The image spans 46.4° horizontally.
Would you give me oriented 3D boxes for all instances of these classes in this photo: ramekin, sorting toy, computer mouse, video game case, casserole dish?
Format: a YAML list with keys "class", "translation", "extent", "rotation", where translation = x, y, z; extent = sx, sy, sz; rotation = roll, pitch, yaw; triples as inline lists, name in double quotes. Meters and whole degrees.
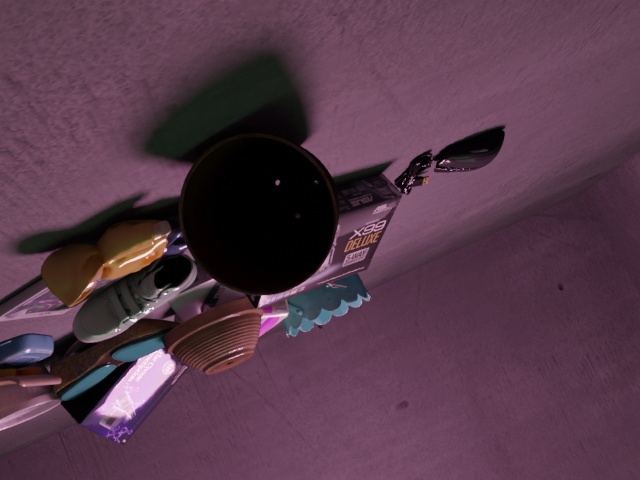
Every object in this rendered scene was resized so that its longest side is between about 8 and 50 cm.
- class: "ramekin"
  translation: [-0.736, 0.375, 1.789]
  extent: [0.207, 0.109, 0.207]
  rotation: [-24, 169, -5]
- class: "sorting toy"
  translation: [-0.682, 0.291, 1.569]
  extent: [0.209, 0.038, 0.193]
  rotation: [-4, 171, 5]
- class: "computer mouse"
  translation: [0.296, -0.163, 1.687]
  extent: [0.262, 0.060, 0.184]
  rotation: [-20, 167, -26]
- class: "video game case"
  translation: [-0.446, 0.088, 1.297]
  extent: [0.190, 0.022, 0.173]
  rotation: [-29, 169, 20]
- class: "casserole dish"
  translation: [-0.629, 0.237, 1.567]
  extent: [0.114, 0.037, 0.188]
  rotation: [-24, 170, -2]

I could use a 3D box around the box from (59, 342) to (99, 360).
- class: "box"
  translation: [-0.563, 0.312, 1.900]
  extent: [0.116, 0.029, 0.162]
  rotation: [-28, 138, 16]

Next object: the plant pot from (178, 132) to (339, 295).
- class: "plant pot"
  translation: [-0.061, -0.055, 1.084]
  extent: [0.215, 0.215, 0.230]
  rotation: [-28, -175, 16]

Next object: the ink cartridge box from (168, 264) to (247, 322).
- class: "ink cartridge box"
  translation: [-0.188, 0.116, 1.680]
  extent: [0.275, 0.060, 0.238]
  rotation: [-25, 142, -4]

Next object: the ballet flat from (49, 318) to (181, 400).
- class: "ballet flat"
  translation: [-0.485, 0.246, 1.736]
  extent: [0.349, 0.123, 0.123]
  rotation: [-31, 169, 9]

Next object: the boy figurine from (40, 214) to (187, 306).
- class: "boy figurine"
  translation: [-0.279, 0.015, 1.146]
  extent: [0.285, 0.092, 0.177]
  rotation: [-22, 172, -34]

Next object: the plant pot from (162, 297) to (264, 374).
- class: "plant pot"
  translation: [-0.227, 0.230, 1.688]
  extent: [0.238, 0.109, 0.237]
  rotation: [-23, 165, -7]

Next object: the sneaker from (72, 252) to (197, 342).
- class: "sneaker"
  translation: [-0.343, 0.095, 1.363]
  extent: [0.256, 0.094, 0.151]
  rotation: [-33, 178, -15]

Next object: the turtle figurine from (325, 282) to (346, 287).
- class: "turtle figurine"
  translation: [-0.023, 0.063, 1.903]
  extent: [0.234, 0.118, 0.175]
  rotation: [-12, 157, 21]

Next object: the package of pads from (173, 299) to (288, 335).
- class: "package of pads"
  translation: [-0.243, 0.196, 1.937]
  extent: [0.229, 0.101, 0.296]
  rotation: [1, 158, -25]

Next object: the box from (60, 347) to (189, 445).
- class: "box"
  translation: [-0.480, 0.357, 1.862]
  extent: [0.261, 0.103, 0.184]
  rotation: [-51, 145, -9]

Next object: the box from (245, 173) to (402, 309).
- class: "box"
  translation: [0.000, 0.000, 1.551]
  extent: [0.308, 0.076, 0.242]
  rotation: [-18, 147, -34]

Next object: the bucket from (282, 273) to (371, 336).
- class: "bucket"
  translation: [-0.013, 0.137, 2.104]
  extent: [0.281, 0.183, 0.281]
  rotation: [-24, 169, -5]
